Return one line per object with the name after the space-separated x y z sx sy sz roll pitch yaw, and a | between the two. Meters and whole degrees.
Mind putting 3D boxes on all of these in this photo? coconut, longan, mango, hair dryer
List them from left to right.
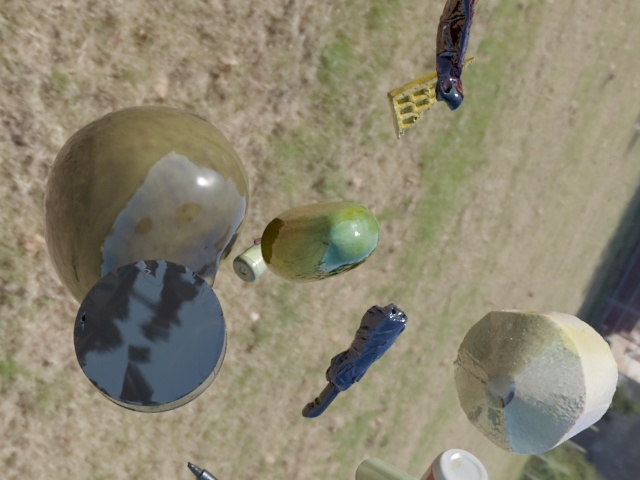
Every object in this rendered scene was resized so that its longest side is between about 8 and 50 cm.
-0.251 -0.039 1.207 0.319 0.319 0.319 -47 155 -30 | longan
-0.188 0.564 1.795 0.070 0.255 0.128 -52 -172 -17 | hair dryer
0.000 0.000 0.959 0.130 0.092 0.194 -13 -179 -14 | mango
0.215 0.141 0.852 0.152 0.147 0.147 3 116 -50 | coconut

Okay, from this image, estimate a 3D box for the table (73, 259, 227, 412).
-0.151 0.086 0.751 0.133 0.133 0.043 -52 173 -18 | table

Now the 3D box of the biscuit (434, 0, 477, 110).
0.202 -0.310 1.182 0.151 0.063 0.235 -66 169 -51 | biscuit

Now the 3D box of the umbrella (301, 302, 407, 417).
0.051 0.198 1.360 0.248 0.071 0.071 -55 162 22 | umbrella

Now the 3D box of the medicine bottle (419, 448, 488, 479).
0.268 0.583 1.863 0.131 0.131 0.250 -33 155 -49 | medicine bottle

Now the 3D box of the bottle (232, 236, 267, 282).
-0.091 0.022 1.303 0.101 0.047 0.063 -43 -179 -40 | bottle

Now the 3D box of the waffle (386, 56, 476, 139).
0.231 -0.287 1.681 0.191 0.032 0.125 -23 136 -3 | waffle

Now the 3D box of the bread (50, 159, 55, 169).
-0.397 -0.107 1.905 0.333 0.323 0.143 -28 153 -17 | bread

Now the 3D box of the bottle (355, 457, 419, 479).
0.136 0.461 1.553 0.072 0.072 0.201 -55 -163 -13 | bottle
